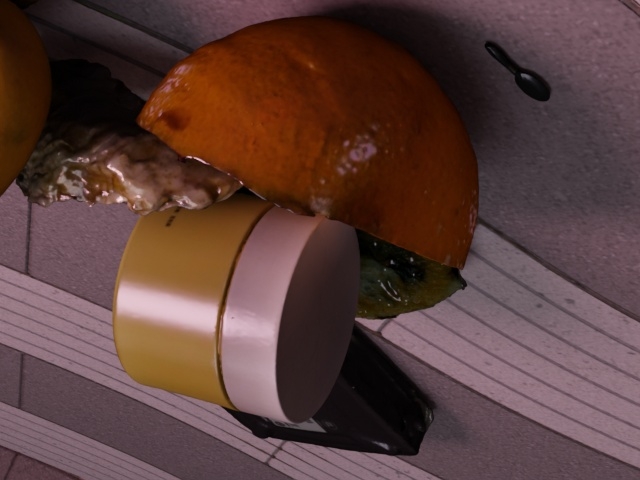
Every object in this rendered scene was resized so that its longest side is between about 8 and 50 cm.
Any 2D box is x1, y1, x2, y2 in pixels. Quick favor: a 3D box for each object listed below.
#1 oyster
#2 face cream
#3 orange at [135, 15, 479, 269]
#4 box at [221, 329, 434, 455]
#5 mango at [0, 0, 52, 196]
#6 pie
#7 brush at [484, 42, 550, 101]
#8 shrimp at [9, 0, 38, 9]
[{"bbox_3d":[-0.236,-0.106,1.281,0.341,0.166,0.110,35,142,42],"label":"oyster"},{"bbox_3d":[-0.081,0.061,1.285,0.179,0.218,0.218,11,153,20],"label":"face cream"},{"bbox_3d":[-0.006,-0.073,1.108,0.310,0.274,0.274,-14,168,-27],"label":"orange"},{"bbox_3d":[-0.047,0.207,1.851,0.350,0.091,0.359,-1,145,37],"label":"box"},{"bbox_3d":[-0.419,-0.125,1.226,0.446,0.300,0.232,0,154,43],"label":"mango"},{"bbox_3d":[0.000,0.000,1.437,0.371,0.078,0.296,-2,147,37],"label":"pie"},{"bbox_3d":[0.172,-0.147,1.102,0.083,0.008,0.024,36,152,-27],"label":"brush"},{"bbox_3d":[-0.331,-0.295,1.137,0.173,0.058,0.253,22,159,17],"label":"shrimp"}]
